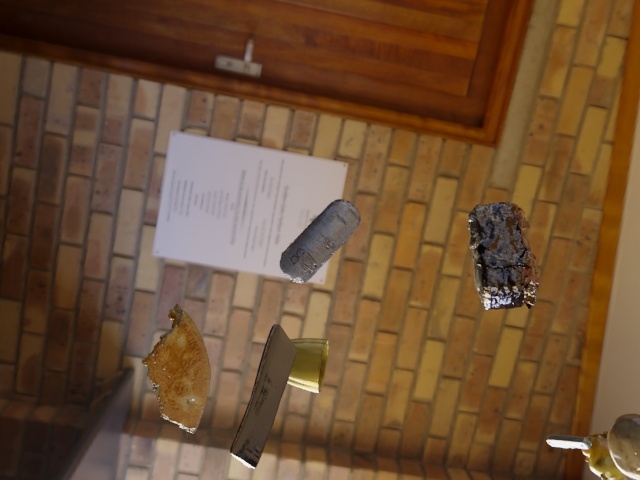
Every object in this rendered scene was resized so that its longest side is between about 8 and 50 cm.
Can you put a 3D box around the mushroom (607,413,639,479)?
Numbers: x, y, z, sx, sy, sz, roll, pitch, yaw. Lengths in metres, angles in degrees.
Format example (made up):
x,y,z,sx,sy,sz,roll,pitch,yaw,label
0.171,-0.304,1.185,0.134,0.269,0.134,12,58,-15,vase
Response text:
x,y,z,sx,sy,sz,roll,pitch,yaw,label
0.756,0.485,1.596,0.166,0.127,0.166,170,-90,-67,mushroom

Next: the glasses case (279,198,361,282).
x,y,z,sx,sy,sz,roll,pitch,yaw,label
0.000,0.000,1.943,0.282,0.109,0.067,-46,174,-10,glasses case

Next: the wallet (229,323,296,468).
x,y,z,sx,sy,sz,roll,pitch,yaw,label
-0.100,0.285,1.249,0.124,0.025,0.244,65,40,-56,wallet

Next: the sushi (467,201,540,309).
x,y,z,sx,sy,sz,roll,pitch,yaw,label
0.513,0.045,1.921,0.196,0.182,0.343,50,31,-56,sushi

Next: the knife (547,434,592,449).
x,y,z,sx,sy,sz,roll,pitch,yaw,label
0.666,0.542,1.828,0.023,0.044,0.162,-44,-176,-22,knife

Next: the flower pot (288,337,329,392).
x,y,z,sx,sy,sz,roll,pitch,yaw,label
-0.071,0.443,2.482,0.195,0.179,0.195,7,90,-80,flower pot

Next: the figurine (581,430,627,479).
x,y,z,sx,sy,sz,roll,pitch,yaw,label
0.818,0.639,1.894,0.246,0.131,0.156,61,32,-8,figurine

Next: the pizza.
x,y,z,sx,sy,sz,roll,pitch,yaw,label
-0.278,0.261,1.344,0.056,0.134,0.271,15,-57,48,pizza
